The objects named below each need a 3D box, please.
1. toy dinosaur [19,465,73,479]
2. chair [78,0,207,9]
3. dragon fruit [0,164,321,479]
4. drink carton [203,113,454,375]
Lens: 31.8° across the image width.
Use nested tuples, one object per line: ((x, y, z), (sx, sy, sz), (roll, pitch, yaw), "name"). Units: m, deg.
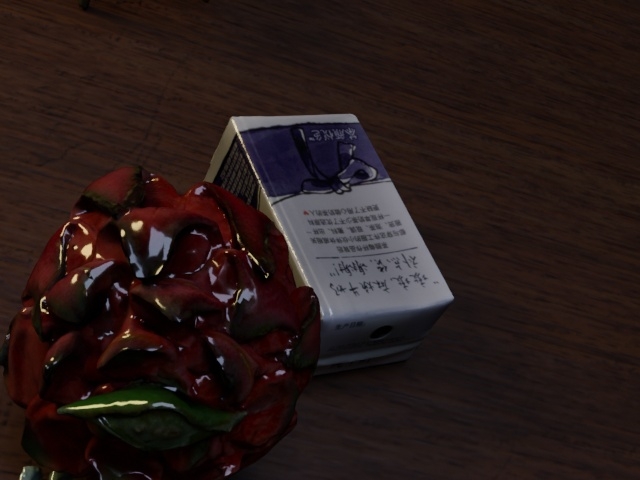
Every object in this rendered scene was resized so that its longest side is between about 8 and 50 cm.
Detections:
((-0.213, 0.189, 0.741), (0.208, 0.039, 0.082), (8, 49, -20), "toy dinosaur")
((-0.179, -0.393, 1.123), (0.166, 0.272, 0.188), (-13, 57, -36), "chair")
((-0.116, 0.049, 0.799), (0.233, 0.234, 0.293), (5, 30, -23), "dragon fruit")
((0.001, 0.001, 0.981), (0.134, 0.102, 0.222), (-4, 53, -33), "drink carton")
